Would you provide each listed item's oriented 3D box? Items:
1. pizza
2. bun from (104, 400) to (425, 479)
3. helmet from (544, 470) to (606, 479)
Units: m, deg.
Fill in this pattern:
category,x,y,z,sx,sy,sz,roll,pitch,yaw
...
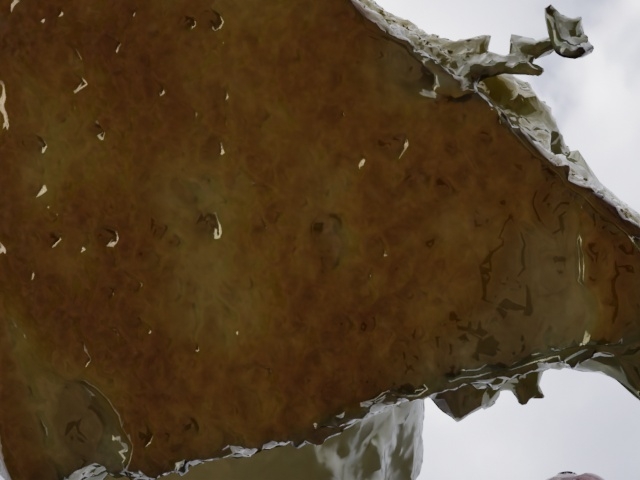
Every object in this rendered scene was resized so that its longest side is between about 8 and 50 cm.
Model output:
category,x,y,z,sx,sy,sz,roll,pitch,yaw
pizza,0.000,0.000,0.486,0.287,0.075,0.280,18,-70,19
bun,-0.047,0.137,0.876,0.202,0.364,0.364,27,-66,6
helmet,0.167,0.171,0.909,0.084,0.049,0.065,19,-30,-3
